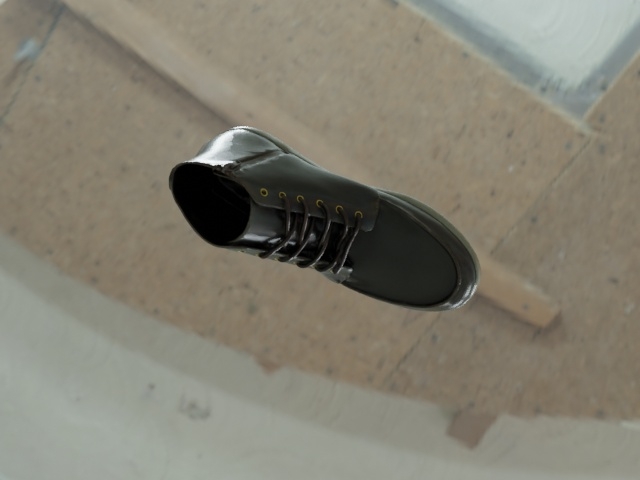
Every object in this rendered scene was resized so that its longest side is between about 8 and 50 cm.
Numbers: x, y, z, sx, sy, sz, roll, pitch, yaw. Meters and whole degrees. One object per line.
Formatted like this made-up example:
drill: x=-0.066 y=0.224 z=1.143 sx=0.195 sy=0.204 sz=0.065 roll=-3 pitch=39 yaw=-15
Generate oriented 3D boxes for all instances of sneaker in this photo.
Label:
sneaker: x=0.000 y=0.000 z=1.130 sx=0.222 sy=0.118 sz=0.083 roll=26 pitch=-71 yaw=9
